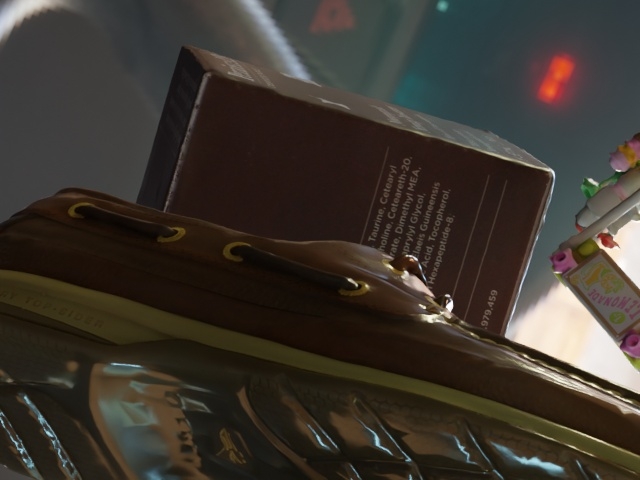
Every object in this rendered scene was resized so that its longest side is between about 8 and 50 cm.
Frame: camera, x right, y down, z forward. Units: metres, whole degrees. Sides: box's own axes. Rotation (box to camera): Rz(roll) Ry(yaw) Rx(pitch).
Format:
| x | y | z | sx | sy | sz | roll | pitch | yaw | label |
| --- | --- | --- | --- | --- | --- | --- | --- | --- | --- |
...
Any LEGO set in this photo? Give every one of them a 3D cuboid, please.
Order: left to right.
| x | y | z | sx | sy | sz | roll | pitch | yaw | label |
| --- | --- | --- | --- | --- | --- | --- | --- | --- | --- |
| 0.162 | 0.004 | 0.925 | 0.107 | 0.132 | 0.287 | -37 | -154 | 0 | LEGO set |

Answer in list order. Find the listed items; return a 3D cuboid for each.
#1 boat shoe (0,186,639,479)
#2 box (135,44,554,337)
| x | y | z | sx | sy | sz | roll | pitch | yaw | label |
| --- | --- | --- | --- | --- | --- | --- | --- | --- | --- |
| 0.005 | 0.026 | 0.392 | 0.064 | 0.178 | 0.060 | 84 | 28 | -46 | boat shoe |
| 0.000 | 0.000 | 1.123 | 0.168 | 0.203 | 0.167 | -127 | -127 | -76 | box |
